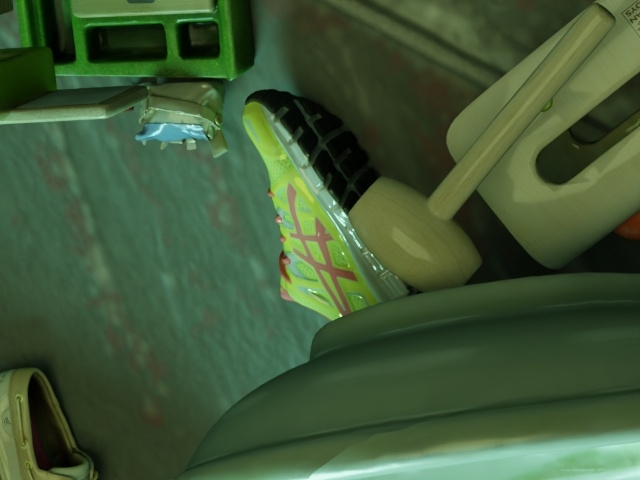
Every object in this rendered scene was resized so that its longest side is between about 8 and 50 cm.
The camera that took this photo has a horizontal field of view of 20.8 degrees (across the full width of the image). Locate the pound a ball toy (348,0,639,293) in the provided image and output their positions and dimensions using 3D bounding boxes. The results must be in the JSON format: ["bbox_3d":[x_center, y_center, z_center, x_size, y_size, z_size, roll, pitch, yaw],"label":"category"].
[{"bbox_3d":[0.191,-0.078,0.976,0.319,0.208,0.136,-40,90,23],"label":"pound a ball toy"}]

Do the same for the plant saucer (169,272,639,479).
[{"bbox_3d":[0.106,0.088,0.980,0.400,0.400,0.101,-11,77,21],"label":"plant saucer"}]

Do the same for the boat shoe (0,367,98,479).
[{"bbox_3d":[-0.193,0.170,1.253,0.059,0.063,0.170,-22,97,28],"label":"boat shoe"}]

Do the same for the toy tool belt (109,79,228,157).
[{"bbox_3d":[-0.102,-0.079,1.158,0.083,0.052,0.051,-2,96,19],"label":"toy tool belt"}]

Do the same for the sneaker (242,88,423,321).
[{"bbox_3d":[0.000,0.000,1.131,0.094,0.081,0.208,-30,95,25],"label":"sneaker"}]

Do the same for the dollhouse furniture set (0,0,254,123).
[{"bbox_3d":[-0.157,-0.232,1.052,0.151,0.197,0.302,0,106,20],"label":"dollhouse furniture set"}]
